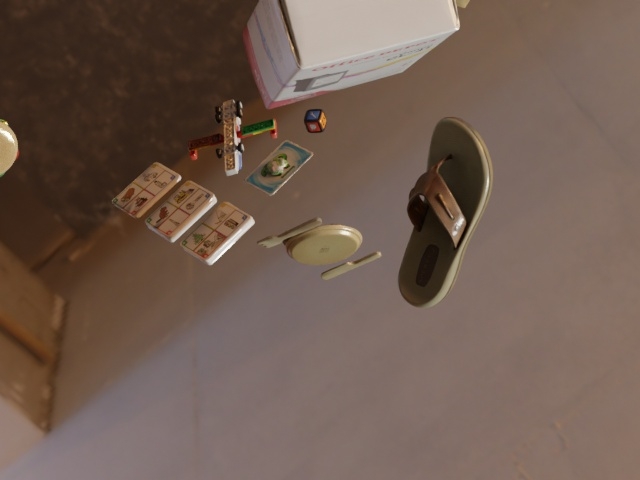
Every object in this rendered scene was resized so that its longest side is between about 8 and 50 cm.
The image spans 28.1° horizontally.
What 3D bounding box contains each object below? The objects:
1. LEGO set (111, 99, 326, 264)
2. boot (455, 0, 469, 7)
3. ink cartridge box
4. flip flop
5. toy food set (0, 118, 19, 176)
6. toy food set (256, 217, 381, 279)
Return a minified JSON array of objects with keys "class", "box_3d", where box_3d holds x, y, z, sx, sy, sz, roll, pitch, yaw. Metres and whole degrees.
[{"class":"LEGO set","box_3d":[-0.103,-0.080,1.530,0.182,0.060,0.244,29,-114,37]},{"class":"boot","box_3d":[0.344,-0.566,2.491,0.269,0.236,0.089,-54,175,32]},{"class":"ink cartridge box","box_3d":[0.031,-0.285,1.718,0.226,0.131,0.306,-16,-179,-10]},{"class":"flip flop","box_3d":[0.162,-0.037,1.807,0.112,0.080,0.277,27,-75,38]},{"class":"toy food set","box_3d":[-0.446,-0.122,1.718,0.082,0.083,0.020,-13,-156,-29]},{"class":"toy food set","box_3d":[0.000,0.000,2.018,0.132,0.192,0.039,-23,-120,26]}]
